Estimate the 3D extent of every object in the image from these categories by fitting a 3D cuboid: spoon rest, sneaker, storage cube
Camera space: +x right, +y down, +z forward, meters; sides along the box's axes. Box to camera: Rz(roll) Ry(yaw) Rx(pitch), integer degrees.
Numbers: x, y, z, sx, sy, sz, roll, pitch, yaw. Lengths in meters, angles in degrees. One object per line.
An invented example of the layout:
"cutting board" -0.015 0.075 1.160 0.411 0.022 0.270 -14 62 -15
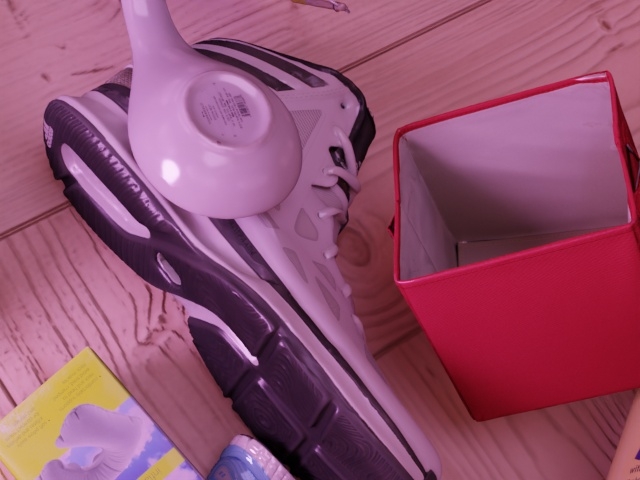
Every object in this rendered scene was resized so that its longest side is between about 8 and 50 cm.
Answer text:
"spoon rest" -0.104 -0.137 1.108 0.137 0.084 0.276 -11 68 -26
"sneaker" 0.000 -0.001 1.158 0.257 0.169 0.447 -35 79 -28
"storage cube" 0.179 0.008 1.149 0.215 0.193 0.184 -15 43 18
"sneaker" -0.030 0.233 1.113 0.162 0.063 0.073 44 78 7

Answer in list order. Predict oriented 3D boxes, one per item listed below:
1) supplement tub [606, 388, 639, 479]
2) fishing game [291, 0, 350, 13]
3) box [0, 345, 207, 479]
"supplement tub" 0.367 0.201 1.162 0.241 0.241 0.331 30 59 -5
"fishing game" -0.113 -0.262 1.248 0.264 0.189 0.041 25 92 -28
"box" -0.160 0.183 1.068 0.109 0.042 0.178 -41 85 -9
